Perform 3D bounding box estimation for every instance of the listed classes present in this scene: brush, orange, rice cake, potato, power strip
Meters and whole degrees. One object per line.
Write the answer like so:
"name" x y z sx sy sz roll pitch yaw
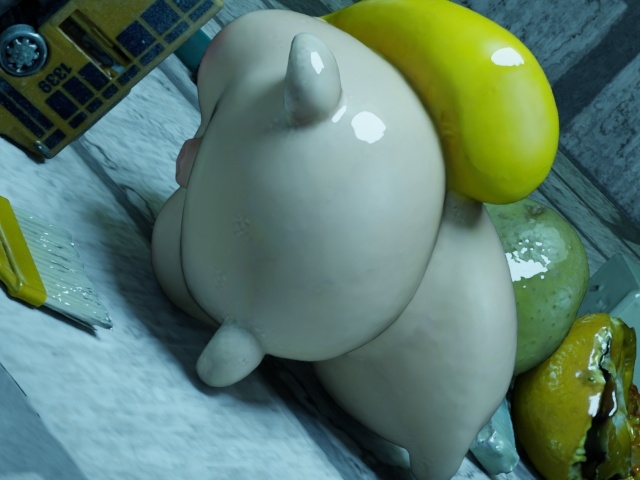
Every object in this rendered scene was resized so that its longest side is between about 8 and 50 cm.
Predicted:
"brush" -0.124 -0.183 1.713 0.193 0.043 0.032 46 30 20
"orange" 0.223 0.144 1.507 0.112 0.160 0.170 0 6 7
"rice cake" 0.139 0.143 1.461 0.043 0.034 0.211 49 12 -11
"brush" -0.233 -0.025 0.970 0.272 0.013 0.103 30 18 -41
"potato" 0.126 0.048 1.438 0.194 0.157 0.157 -23 61 -37
"power strip" 0.370 0.145 1.885 0.224 0.139 0.140 40 13 -12

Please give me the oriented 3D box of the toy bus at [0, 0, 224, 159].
"toy bus" -0.164 -0.145 1.192 0.103 0.182 0.091 44 10 -33

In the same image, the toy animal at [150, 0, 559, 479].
"toy animal" -0.016 -0.005 1.158 0.277 0.345 0.247 28 37 36

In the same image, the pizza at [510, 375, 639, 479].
"pizza" 0.263 0.160 1.660 0.229 0.081 0.289 32 19 -36
